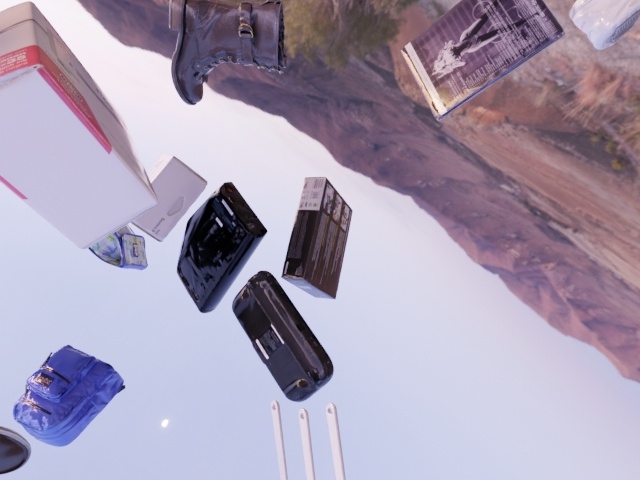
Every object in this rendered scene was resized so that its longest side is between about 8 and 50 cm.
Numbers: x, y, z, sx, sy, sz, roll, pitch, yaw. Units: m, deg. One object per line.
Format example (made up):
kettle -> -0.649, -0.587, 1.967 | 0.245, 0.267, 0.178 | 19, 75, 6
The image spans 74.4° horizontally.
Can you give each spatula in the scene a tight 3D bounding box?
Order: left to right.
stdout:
spatula -> -0.016, 0.354, 0.602 | 0.019, 0.168, 0.241 | -1, -101, -47

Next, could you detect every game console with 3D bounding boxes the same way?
game console -> -0.117, 0.095, 0.681 | 0.044, 0.213, 0.361 | -13, -121, -49

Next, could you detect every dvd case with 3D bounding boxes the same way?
dvd case -> 0.261, -0.334, 0.716 | 0.018, 0.221, 0.164 | 6, -122, -53

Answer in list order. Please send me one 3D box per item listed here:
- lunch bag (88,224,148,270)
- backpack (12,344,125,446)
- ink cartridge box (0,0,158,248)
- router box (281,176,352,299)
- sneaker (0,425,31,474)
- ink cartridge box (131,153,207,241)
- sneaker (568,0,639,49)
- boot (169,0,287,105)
lunch bag -> -0.506, 0.011, 1.054 | 0.151, 0.096, 0.129 | 51, 178, 5
backpack -> -0.372, 0.221, 0.609 | 0.098, 0.101, 0.120 | 11, -133, 23
ink cartridge box -> -0.344, -0.159, 0.547 | 0.283, 0.117, 0.207 | 52, 172, 40
router box -> 0.000, 0.000, 0.728 | 0.046, 0.178, 0.133 | 3, 160, 27
sneaker -> -0.555, 0.346, 0.663 | 0.118, 0.083, 0.222 | 13, 156, 38
ink cartridge box -> -0.338, -0.098, 0.900 | 0.093, 0.154, 0.212 | 40, 173, -29
sneaker -> 0.516, -0.431, 0.683 | 0.115, 0.232, 0.090 | 55, -171, 20
boot -> -0.185, -0.381, 0.874 | 0.229, 0.263, 0.091 | 11, -132, -2
